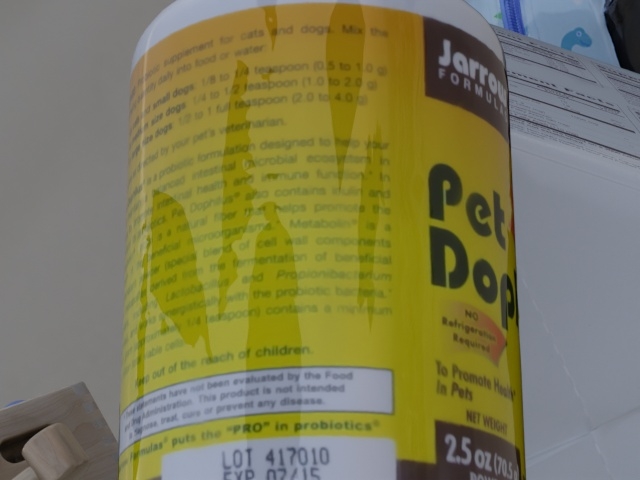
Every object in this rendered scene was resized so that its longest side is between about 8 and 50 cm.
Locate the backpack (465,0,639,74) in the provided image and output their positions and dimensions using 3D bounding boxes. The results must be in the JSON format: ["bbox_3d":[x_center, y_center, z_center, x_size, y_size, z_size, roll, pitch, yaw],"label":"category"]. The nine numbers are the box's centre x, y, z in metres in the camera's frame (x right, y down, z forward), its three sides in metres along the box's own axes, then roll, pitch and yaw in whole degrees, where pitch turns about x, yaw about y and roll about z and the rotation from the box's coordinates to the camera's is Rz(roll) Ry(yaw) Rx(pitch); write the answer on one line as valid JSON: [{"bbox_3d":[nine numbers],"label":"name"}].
[{"bbox_3d":[0.159,-0.161,1.116,0.273,0.290,0.355,-18,43,16],"label":"backpack"}]

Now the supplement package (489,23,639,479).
[{"bbox_3d":[0.097,0.032,0.823,0.263,0.198,0.199,-97,26,-72],"label":"supplement package"}]

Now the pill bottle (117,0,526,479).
[{"bbox_3d":[0.000,0.000,0.555,0.117,0.117,0.215,-16,65,35],"label":"pill bottle"}]

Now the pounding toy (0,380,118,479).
[{"bbox_3d":[-0.221,0.157,1.238,0.094,0.181,0.206,58,135,15],"label":"pounding toy"}]
